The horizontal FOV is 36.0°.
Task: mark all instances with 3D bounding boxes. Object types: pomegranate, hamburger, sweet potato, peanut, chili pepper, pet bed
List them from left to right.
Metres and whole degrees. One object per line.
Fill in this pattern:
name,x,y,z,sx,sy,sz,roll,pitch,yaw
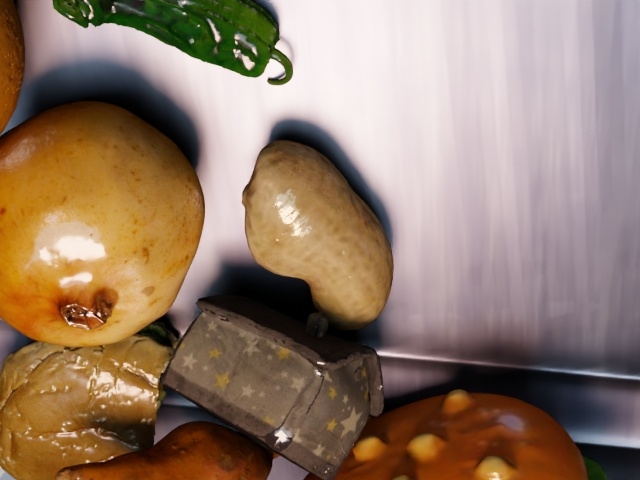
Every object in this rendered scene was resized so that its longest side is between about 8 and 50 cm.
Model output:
hamburger,-0.301,0.210,1.229,0.211,0.132,0.308,15,120,-9
pomegranate,-0.246,-0.012,1.041,0.265,0.264,0.264,1,118,2
chili pepper,-0.146,-0.230,1.027,0.257,0.074,0.100,19,120,-2
sweet potato,-0.146,0.270,1.170,0.112,0.359,0.112,-3,84,31
pet bed,-0.049,0.151,1.130,0.159,0.211,0.183,-59,144,-12
peanut,0.000,0.000,1.112,0.137,0.122,0.253,-34,116,18
hamburger,0.157,0.358,1.146,0.396,0.395,0.277,-20,115,13

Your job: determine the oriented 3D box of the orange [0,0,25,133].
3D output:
orange,-0.419,-0.184,0.951,0.274,0.274,0.274,1,118,2

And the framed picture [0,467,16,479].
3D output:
framed picture,-0.462,0.364,1.333,0.260,0.023,0.189,23,98,-14
